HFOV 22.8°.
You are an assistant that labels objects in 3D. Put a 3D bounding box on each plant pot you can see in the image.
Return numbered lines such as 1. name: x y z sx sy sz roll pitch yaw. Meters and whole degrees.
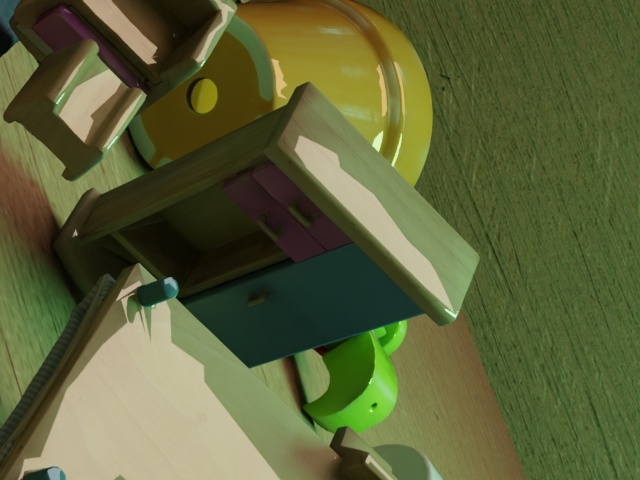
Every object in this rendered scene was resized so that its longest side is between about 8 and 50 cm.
1. plant pot: -0.044 -0.100 1.205 0.188 0.205 0.205 6 61 -63

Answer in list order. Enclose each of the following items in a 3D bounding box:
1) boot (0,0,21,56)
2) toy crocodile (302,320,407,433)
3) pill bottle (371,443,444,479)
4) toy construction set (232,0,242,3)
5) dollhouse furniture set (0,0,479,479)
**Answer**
1. boot: -0.190 -0.157 0.867 0.190 0.069 0.086 -78 153 -61
2. toy crocodile: -0.011 0.011 1.421 0.341 0.105 0.115 66 8 23
3. pill bottle: 0.099 0.290 1.019 0.323 0.181 0.181 55 13 -21
4. toy construction set: -0.045 -0.328 1.438 0.237 0.257 0.309 50 51 -43
5. dollhouse furniture set: -0.108 0.067 0.759 0.286 0.198 0.303 44 48 -23
